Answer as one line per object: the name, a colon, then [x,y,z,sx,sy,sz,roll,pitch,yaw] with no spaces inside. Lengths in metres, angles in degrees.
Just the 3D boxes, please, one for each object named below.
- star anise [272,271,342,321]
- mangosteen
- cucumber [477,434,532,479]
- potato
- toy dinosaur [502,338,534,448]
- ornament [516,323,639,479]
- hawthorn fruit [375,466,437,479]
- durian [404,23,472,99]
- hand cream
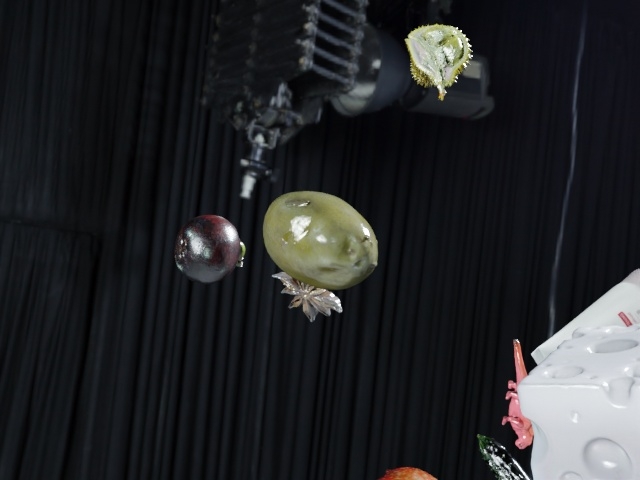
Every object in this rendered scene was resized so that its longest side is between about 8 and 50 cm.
star anise: [-0.028,0.123,1.571,0.195,0.182,0.065,-23,19,41]
mangosteen: [-0.327,0.026,1.834,0.216,0.216,0.216,7,-4,0]
cucumber: [0.471,0.584,1.430,0.072,0.072,0.300,12,34,-54]
potato: [0.000,0.000,1.021,0.178,0.160,0.235,15,-2,-33]
toy dinosaur: [0.512,0.375,1.437,0.139,0.286,0.070,7,19,17]
ornament: [0.376,0.226,0.625,0.240,0.239,0.239,-10,1,37]
hawthorn fruit: [0.254,0.854,1.677,0.403,0.402,0.403,7,-4,0]
durian: [0.283,-0.412,1.416,0.147,0.208,0.102,-10,-26,16]
hand cream: [0.437,0.145,0.933,0.133,0.248,0.083,53,-14,-10]
